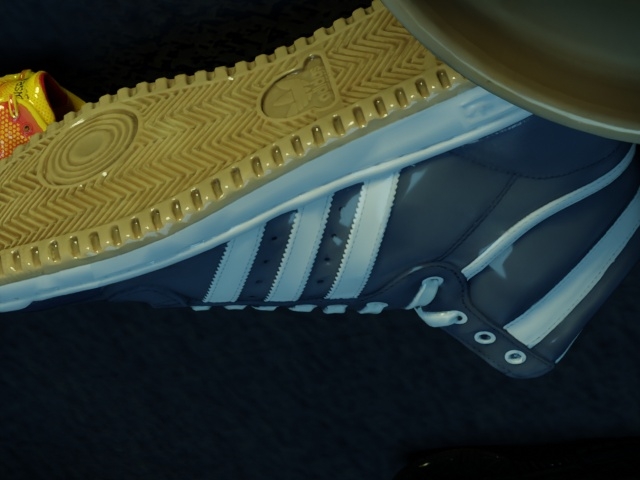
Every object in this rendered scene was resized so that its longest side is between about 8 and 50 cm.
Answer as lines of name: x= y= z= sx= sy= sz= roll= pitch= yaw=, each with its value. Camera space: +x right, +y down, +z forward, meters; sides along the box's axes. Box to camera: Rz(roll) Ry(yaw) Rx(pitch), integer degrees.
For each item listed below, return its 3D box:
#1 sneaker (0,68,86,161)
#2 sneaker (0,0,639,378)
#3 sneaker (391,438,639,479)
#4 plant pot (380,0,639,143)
sneaker: x=-0.145 y=-0.049 z=0.811 sx=0.175 sy=0.064 sz=0.067 roll=8 pitch=121 yaw=-4
sneaker: x=0.000 y=0.000 z=0.759 sx=0.282 sy=0.099 sz=0.153 roll=-21 pitch=130 yaw=11
sneaker: x=0.125 y=0.146 z=0.941 sx=0.170 sy=0.051 sz=0.089 roll=-8 pitch=128 yaw=17
plant pot: x=0.123 y=-0.151 z=0.592 sx=0.237 sy=0.110 sz=0.237 roll=7 pitch=137 yaw=6
